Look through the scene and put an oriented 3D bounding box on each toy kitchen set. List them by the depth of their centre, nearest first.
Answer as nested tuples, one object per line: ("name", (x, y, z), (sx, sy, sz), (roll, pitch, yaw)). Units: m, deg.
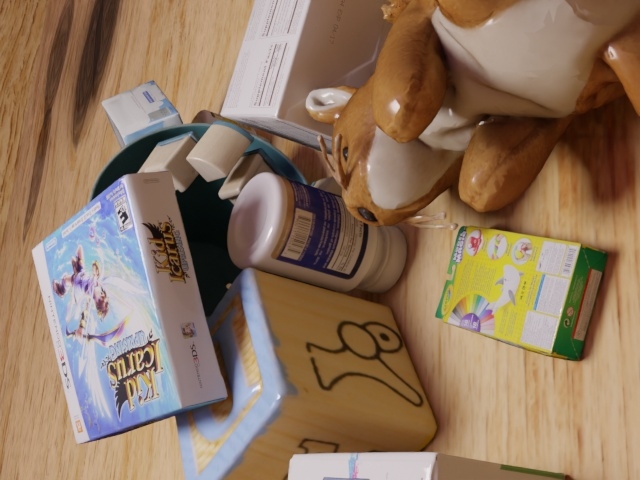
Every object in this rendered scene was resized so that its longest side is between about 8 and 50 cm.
("toy kitchen set", (-0.092, -0.063, 1.226), (0.166, 0.207, 0.122), (-10, 39, 49))

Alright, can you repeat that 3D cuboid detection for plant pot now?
("plant pot", (-0.160, 0.016, 1.315), (0.195, 0.290, 0.290), (108, 162, -59))

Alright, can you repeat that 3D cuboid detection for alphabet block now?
("alphabet block", (-0.026, 0.173, 1.057), (0.193, 0.197, 0.192), (-52, 36, 30))

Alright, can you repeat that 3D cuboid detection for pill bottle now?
("pill bottle", (0.000, 0.000, 1.110), (0.112, 0.187, 0.112), (-32, 49, 47))
("pill bottle", (-0.135, -0.148, 1.468), (0.065, 0.116, 0.065), (-34, 48, 47))

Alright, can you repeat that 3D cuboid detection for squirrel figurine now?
("squirrel figurine", (0.151, -0.194, 0.958), (0.370, 0.281, 0.397), (-47, 24, 52))

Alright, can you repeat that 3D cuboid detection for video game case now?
("video game case", (-0.221, 0.084, 1.079), (0.269, 0.061, 0.244), (-28, 76, 50))

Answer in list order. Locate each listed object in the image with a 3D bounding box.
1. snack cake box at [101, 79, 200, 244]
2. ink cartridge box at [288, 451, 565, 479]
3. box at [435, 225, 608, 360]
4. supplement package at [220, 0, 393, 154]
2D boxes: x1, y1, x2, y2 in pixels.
("snack cake box", (-0.225, -0.086, 1.462), (0.152, 0.089, 0.264), (48, 160, 54))
("ink cartridge box", (0.087, 0.243, 0.881), (0.212, 0.154, 0.093), (-14, 65, 54))
("box", (0.183, 0.045, 0.937), (0.179, 0.043, 0.105), (14, 88, 57))
("supplement package", (0.033, -0.239, 1.160), (0.145, 0.204, 0.261), (13, 87, 58))
